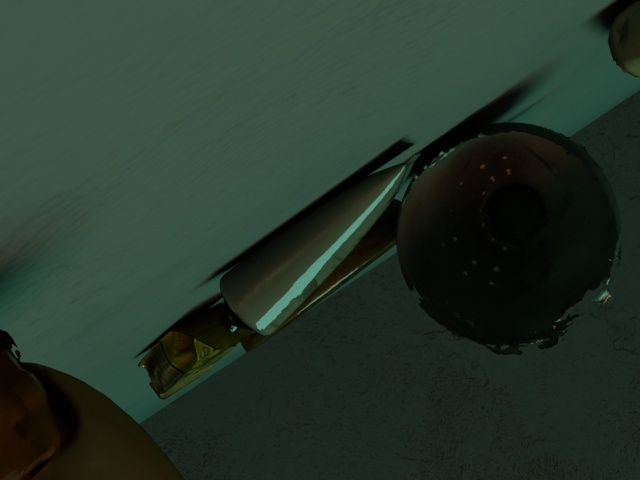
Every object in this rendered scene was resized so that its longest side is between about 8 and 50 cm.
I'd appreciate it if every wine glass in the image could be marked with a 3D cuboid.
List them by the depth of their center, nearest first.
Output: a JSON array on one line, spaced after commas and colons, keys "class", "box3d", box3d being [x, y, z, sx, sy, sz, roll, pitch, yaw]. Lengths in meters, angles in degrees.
[{"class": "wine glass", "box3d": [0.175, -0.017, 1.068, 0.190, 0.190, 0.357, -35, 180, 13]}]

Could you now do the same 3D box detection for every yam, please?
[{"class": "yam", "box3d": [0.266, -0.158, 0.937, 0.066, 0.066, 0.299, -35, 176, 21]}]

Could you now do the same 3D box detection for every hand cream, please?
[{"class": "hand cream", "box3d": [0.000, 0.000, 0.831, 0.186, 0.054, 0.087, -41, 179, 10]}]

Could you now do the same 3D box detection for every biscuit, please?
[{"class": "biscuit", "box3d": [0.002, 0.028, 1.121, 0.208, 0.049, 0.181, -35, 175, -1]}]

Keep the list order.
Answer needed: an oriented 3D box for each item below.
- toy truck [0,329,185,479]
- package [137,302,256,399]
[{"class": "toy truck", "box3d": [-0.168, 0.168, 0.384, 0.288, 0.204, 0.211, -32, 178, -26]}, {"class": "package", "box3d": [-0.103, 0.089, 1.030, 0.071, 0.047, 0.131, -27, 171, -38]}]
